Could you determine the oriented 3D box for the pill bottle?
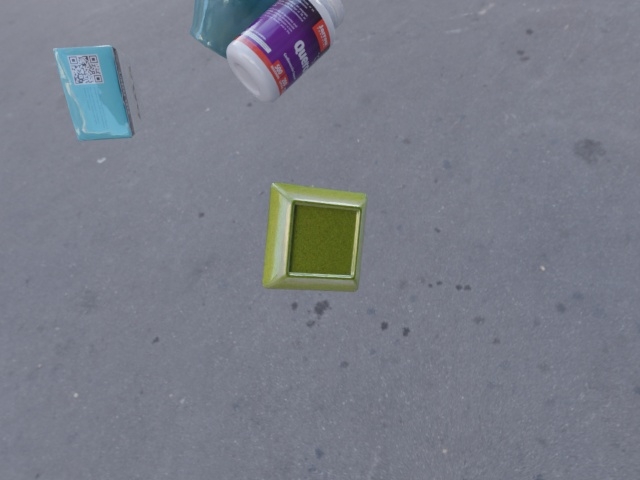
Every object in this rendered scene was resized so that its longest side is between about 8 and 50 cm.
[{"bbox_3d":[-0.087,-0.545,1.103,0.323,0.182,0.181,-46,55,-8],"label":"pill bottle"}]

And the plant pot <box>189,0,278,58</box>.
[{"bbox_3d":[-0.287,-0.735,1.307,0.255,0.271,0.272,-56,51,20],"label":"plant pot"}]

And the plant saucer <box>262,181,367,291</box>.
[{"bbox_3d":[0.000,0.000,0.719,0.187,0.045,0.189,4,93,-19],"label":"plant saucer"}]

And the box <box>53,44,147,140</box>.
[{"bbox_3d":[-0.288,-0.202,0.558,0.060,0.101,0.244,-10,22,-15],"label":"box"}]
